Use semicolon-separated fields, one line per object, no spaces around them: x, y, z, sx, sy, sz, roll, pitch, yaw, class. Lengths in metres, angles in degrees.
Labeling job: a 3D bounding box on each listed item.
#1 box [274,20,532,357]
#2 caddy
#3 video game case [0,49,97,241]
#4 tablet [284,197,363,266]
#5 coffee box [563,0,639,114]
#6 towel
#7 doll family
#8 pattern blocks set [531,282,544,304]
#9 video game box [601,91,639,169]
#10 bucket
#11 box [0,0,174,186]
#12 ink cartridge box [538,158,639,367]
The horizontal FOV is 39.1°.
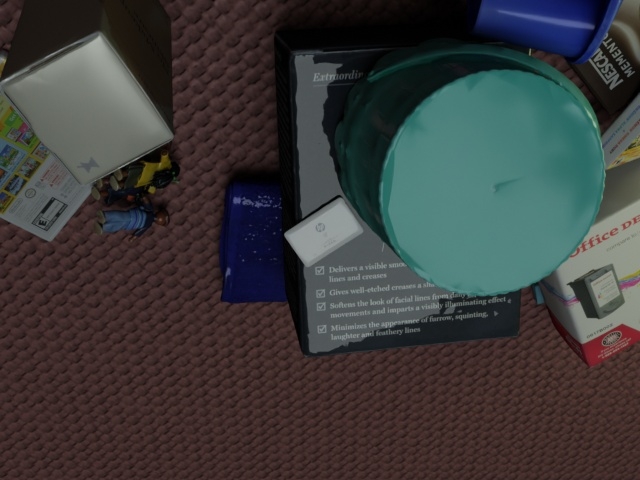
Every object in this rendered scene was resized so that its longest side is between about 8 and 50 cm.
0.098;-0.076;1.192;0.293;0.212;0.395;-4;110;-8;box
0.274;-0.351;1.002;0.179;0.341;0.241;10;135;0;caddy
-0.403;-0.122;1.242;0.206;0.026;0.227;31;117;-30;video game case
0.004;-0.010;1.084;0.083;0.006;0.054;-33;110;4;tablet
0.445;-0.333;1.185;0.297;0.119;0.168;-39;126;18;coffee box
0.000;0.000;1.390;0.308;0.076;0.228;2;130;-10;towel
-0.252;-0.078;1.270;0.111;0.076;0.193;-11;148;-41;doll family
0.297;-0.003;1.463;0.285;0.026;0.325;-13;127;-8;pattern blocks set
0.503;-0.192;1.266;0.205;0.048;0.187;-19;154;-31;video game box
0.163;-0.083;0.990;0.281;0.183;0.281;-3;109;-9;bucket
-0.252;-0.215;1.016;0.121;0.311;0.148;-26;128;9;box
0.463;0.027;1.438;0.226;0.131;0.306;-29;131;2;ink cartridge box
